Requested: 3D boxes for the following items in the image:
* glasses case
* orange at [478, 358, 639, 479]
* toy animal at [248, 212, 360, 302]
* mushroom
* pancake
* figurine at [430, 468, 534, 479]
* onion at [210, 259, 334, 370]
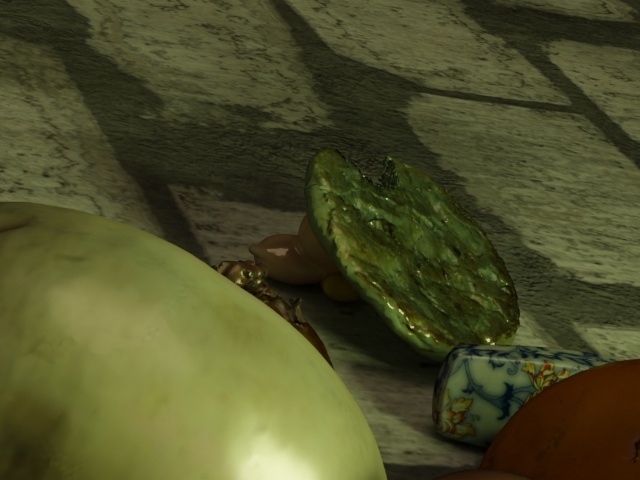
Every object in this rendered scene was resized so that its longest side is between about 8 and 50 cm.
[{"bbox_3d":[0.212,0.135,1.574,0.248,0.087,0.065,11,19,-11],"label":"glasses case"},{"bbox_3d":[0.207,0.196,1.219,0.246,0.246,0.246,13,22,-5],"label":"orange"},{"bbox_3d":[0.000,0.000,1.763,0.114,0.082,0.091,17,23,6],"label":"toy animal"},{"bbox_3d":[-0.141,0.157,1.050,0.353,0.353,0.325,15,0,0],"label":"mushroom"},{"bbox_3d":[0.081,0.016,1.714,0.253,0.037,0.253,34,30,-23],"label":"pancake"},{"bbox_3d":[0.237,0.163,0.987,0.388,0.248,0.276,-42,49,-19],"label":"figurine"},{"bbox_3d":[-0.083,0.089,1.401,0.230,0.163,0.230,10,31,-6],"label":"onion"}]
